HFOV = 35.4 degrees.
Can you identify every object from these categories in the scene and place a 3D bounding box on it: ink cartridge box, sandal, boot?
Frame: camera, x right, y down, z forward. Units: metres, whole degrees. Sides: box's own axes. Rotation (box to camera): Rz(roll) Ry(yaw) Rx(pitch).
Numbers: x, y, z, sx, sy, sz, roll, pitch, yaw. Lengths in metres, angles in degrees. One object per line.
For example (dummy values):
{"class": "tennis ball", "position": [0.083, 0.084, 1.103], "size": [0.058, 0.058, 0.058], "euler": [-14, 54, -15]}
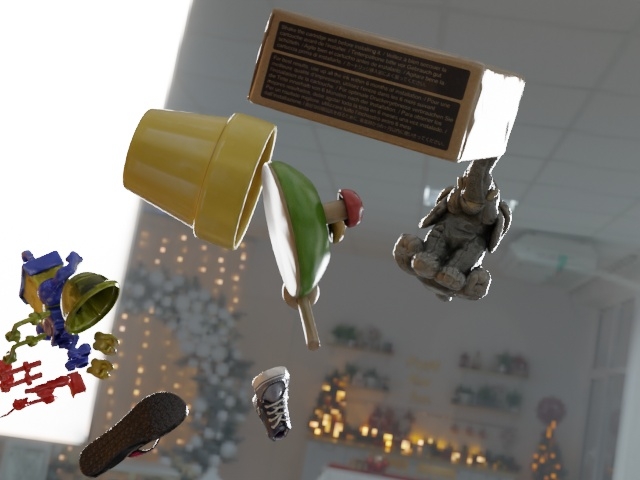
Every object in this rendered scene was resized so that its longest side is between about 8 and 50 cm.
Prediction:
{"class": "ink cartridge box", "position": [0.071, -0.139, 0.919], "size": [0.193, 0.088, 0.234], "euler": [19, 12, 16]}
{"class": "sandal", "position": [-0.250, 0.267, 1.366], "size": [0.179, 0.067, 0.040], "euler": [-34, -45, 12]}
{"class": "boot", "position": [-0.077, 0.291, 1.776], "size": [0.069, 0.086, 0.190], "euler": [-20, -23, -13]}

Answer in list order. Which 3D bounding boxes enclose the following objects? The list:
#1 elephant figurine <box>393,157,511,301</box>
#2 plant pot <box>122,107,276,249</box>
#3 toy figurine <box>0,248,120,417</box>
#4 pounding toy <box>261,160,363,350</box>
{"class": "elephant figurine", "position": [0.238, -0.032, 1.606], "size": [0.169, 0.239, 0.186], "euler": [31, -11, -26]}
{"class": "plant pot", "position": [-0.233, -0.135, 1.887], "size": [0.239, 0.254, 0.254], "euler": [18, -7, 1]}
{"class": "toy figurine", "position": [-0.443, 0.097, 1.567], "size": [0.191, 0.217, 0.362], "euler": [-18, -25, -26]}
{"class": "pounding toy", "position": [0.000, 0.000, 1.337], "size": [0.110, 0.237, 0.183], "euler": [-13, 22, -10]}
